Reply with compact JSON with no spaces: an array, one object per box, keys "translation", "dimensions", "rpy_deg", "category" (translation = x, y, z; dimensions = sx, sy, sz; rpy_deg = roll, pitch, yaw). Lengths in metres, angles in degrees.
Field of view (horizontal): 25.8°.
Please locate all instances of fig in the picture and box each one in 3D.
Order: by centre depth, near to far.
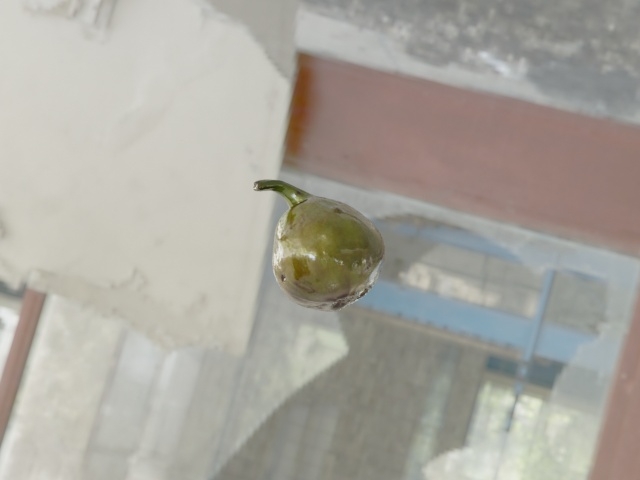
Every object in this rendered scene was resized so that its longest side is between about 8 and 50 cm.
[{"translation":[0.000,0.000,0.954],"dimensions":[0.084,0.098,0.082],"rpy_deg":[-7,156,-32],"category":"fig"}]
